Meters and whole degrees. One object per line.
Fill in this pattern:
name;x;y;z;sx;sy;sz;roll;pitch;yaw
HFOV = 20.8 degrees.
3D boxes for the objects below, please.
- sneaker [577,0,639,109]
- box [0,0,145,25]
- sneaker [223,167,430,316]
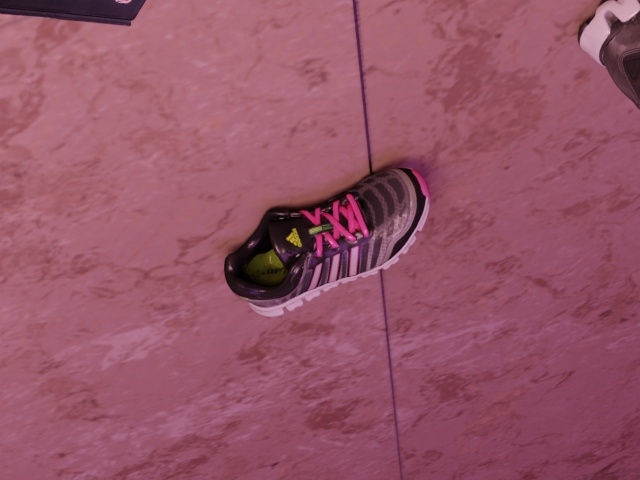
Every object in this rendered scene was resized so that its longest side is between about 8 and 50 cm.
sneaker;0.280;-0.162;1.134;0.234;0.106;0.078;-40;148;28
box;-0.128;-0.199;0.832;0.175;0.051;0.220;1;143;-37
sneaker;0.000;0.000;1.248;0.170;0.063;0.075;-30;157;23
